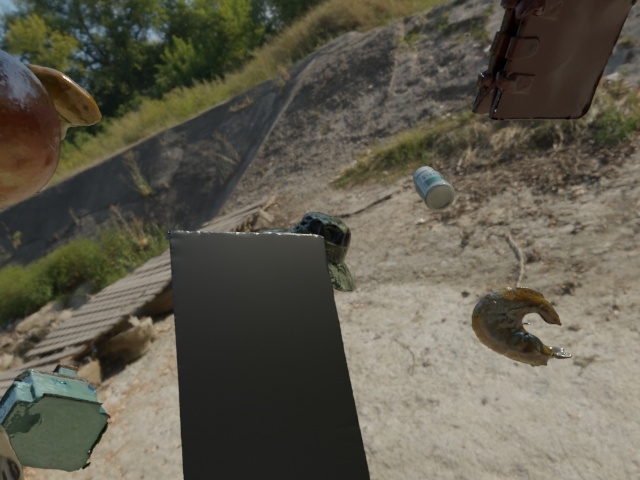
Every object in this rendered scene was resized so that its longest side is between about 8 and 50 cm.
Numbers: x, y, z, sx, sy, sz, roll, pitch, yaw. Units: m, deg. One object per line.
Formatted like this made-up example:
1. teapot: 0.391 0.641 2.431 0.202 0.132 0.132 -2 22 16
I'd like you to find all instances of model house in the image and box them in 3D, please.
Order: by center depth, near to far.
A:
1. model house: -0.415 0.253 0.761 0.148 0.148 0.120 32 92 53

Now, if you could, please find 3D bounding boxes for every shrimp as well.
1. shrimp: 0.362 0.156 0.879 0.133 0.187 0.052 -60 4 20

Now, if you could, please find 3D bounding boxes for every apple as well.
1. apple: -0.371 -0.125 0.516 0.160 0.195 0.173 -51 -1 32

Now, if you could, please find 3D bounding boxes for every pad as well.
1. pad: -0.059 0.126 0.549 0.202 0.300 0.005 1 -26 -28

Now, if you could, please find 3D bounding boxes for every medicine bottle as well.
1. medicine bottle: 0.289 -0.137 1.283 0.080 0.080 0.130 -22 33 5

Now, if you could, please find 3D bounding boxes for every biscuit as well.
1. biscuit: -0.496 -0.181 0.746 0.299 0.154 0.045 -24 40 11

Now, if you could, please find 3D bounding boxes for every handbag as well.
1. handbag: 0.407 -0.338 0.866 0.275 0.260 0.084 -9 37 -31

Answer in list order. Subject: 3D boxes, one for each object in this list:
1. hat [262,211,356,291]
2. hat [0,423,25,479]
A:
1. hat: 0.000 0.000 1.192 0.129 0.265 0.265 -61 11 11
2. hat: -0.360 0.233 0.459 0.382 0.366 0.258 111 -176 -77
